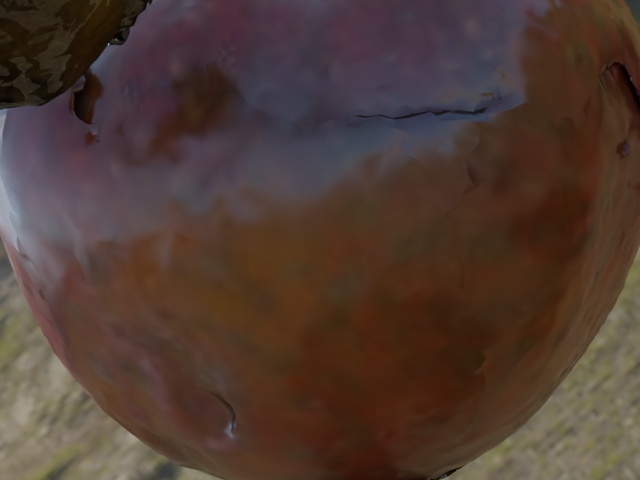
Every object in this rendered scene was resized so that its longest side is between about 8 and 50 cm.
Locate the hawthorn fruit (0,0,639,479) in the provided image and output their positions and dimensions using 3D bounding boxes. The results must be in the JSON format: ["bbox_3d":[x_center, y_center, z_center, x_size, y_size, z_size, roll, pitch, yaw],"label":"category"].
[{"bbox_3d":[0.000,0.000,0.701,0.276,0.276,0.307,-47,-33,-47],"label":"hawthorn fruit"}]

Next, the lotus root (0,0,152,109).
[{"bbox_3d":[-0.181,-0.087,0.370,0.329,0.167,0.078,-3,0,-26],"label":"lotus root"}]
